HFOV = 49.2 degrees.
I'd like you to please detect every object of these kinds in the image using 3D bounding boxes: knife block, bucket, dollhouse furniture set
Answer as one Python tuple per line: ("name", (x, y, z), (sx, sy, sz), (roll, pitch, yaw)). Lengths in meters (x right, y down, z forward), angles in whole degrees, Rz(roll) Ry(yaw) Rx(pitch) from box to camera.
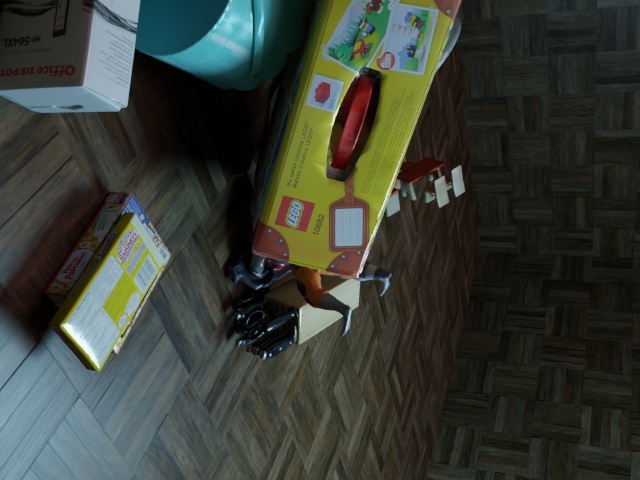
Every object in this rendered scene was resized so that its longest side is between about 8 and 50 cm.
("knife block", (-0.039, 0.152, 1.435), (0.242, 0.276, 0.088), (-106, -163, -64))
("bucket", (-0.168, -0.377, 1.049), (0.183, 0.281, 0.281), (-2, 94, -63))
("dollhouse furniture set", (0.264, -0.192, 2.136), (0.259, 0.262, 0.135), (-31, 124, -26))

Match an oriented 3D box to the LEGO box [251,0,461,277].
("LEGO box", (0.036, -0.251, 1.206), (0.372, 0.193, 0.500), (-99, -155, -64))

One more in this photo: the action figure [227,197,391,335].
("action figure", (-0.001, -0.001, 1.420), (0.341, 0.330, 0.178), (-42, 167, -40))

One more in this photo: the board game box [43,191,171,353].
("board game box", (-0.306, 0.046, 1.033), (0.146, 0.045, 0.193), (69, 32, -44))

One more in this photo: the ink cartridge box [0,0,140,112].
("ink cartridge box", (-0.310, -0.268, 0.860), (0.086, 0.148, 0.203), (22, 71, -67))

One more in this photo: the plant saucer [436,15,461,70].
("plant saucer", (0.183, -0.465, 1.826), (0.100, 0.400, 0.400), (39, 48, -20))

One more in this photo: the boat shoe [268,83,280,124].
("boat shoe", (-0.066, -0.225, 1.528), (0.095, 0.084, 0.258), (31, 64, -64))

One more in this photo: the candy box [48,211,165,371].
("candy box", (-0.291, 0.068, 0.975), (0.105, 0.027, 0.205), (67, 34, -41))
